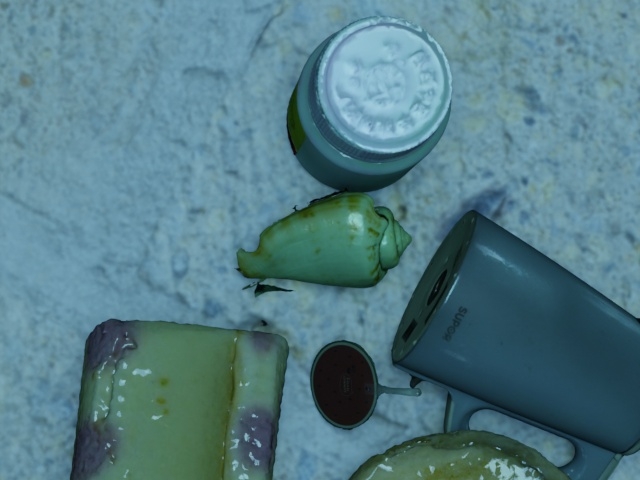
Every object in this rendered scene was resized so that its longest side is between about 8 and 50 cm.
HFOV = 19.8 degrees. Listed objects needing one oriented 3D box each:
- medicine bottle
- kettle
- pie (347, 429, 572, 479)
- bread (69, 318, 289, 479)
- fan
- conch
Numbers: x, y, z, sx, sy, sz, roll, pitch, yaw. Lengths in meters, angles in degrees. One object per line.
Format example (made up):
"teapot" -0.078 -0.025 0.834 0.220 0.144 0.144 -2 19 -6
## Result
"medicine bottle" 0.044 -0.122 1.668 0.139 0.225 0.139 0 85 -5
"kettle" 0.193 0.121 1.704 0.243 0.160 0.210 29 102 -6
"pie" 0.127 0.306 1.688 0.274 0.055 0.274 1 96 12
"bread" -0.137 0.246 1.628 0.187 0.155 0.338 9 67 -10
"fan" 0.041 0.136 1.704 0.005 0.133 0.085 -4 96 -49
"conch" 0.000 0.000 1.719 0.170 0.079 0.105 -9 118 0
